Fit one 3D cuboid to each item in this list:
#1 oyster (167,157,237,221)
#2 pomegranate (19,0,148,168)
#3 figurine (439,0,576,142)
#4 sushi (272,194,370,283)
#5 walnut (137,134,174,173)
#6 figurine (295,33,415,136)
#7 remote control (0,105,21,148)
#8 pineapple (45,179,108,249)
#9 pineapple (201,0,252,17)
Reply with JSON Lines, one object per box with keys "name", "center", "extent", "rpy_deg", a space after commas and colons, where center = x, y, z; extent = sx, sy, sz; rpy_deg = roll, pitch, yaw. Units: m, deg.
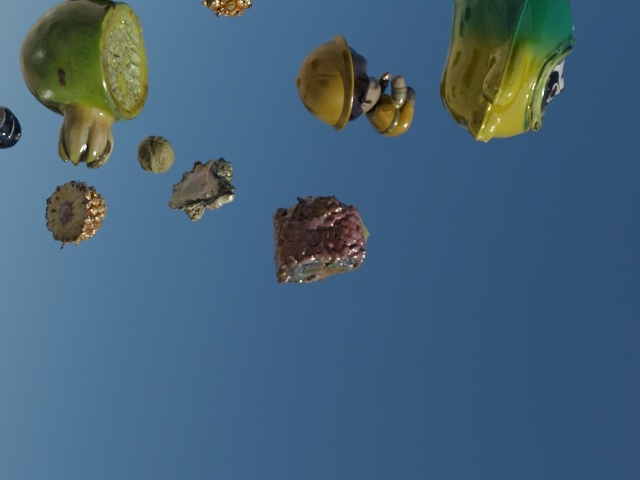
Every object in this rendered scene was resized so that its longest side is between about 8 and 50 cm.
{"name": "oyster", "center": [-0.313, -0.147, 2.360], "extent": [0.259, 0.092, 0.198], "rpy_deg": [4, -126, 57]}
{"name": "pomegranate", "center": [-0.354, -0.236, 1.295], "extent": [0.190, 0.159, 0.241], "rpy_deg": [-61, 147, -69]}
{"name": "figurine", "center": [0.307, -0.332, 1.441], "extent": [0.323, 0.231, 0.340], "rpy_deg": [-61, 169, -78]}
{"name": "sushi", "center": [0.000, 0.000, 2.031], "extent": [0.270, 0.236, 0.171], "rpy_deg": [94, -15, -76]}
{"name": "walnut", "center": [-0.370, -0.193, 1.961], "extent": [0.092, 0.092, 0.092], "rpy_deg": [-32, -129, 50]}
{"name": "figurine", "center": [0.072, -0.294, 1.761], "extent": [0.167, 0.257, 0.192], "rpy_deg": [-64, -157, -5]}
{"name": "remote control", "center": [-0.710, -0.227, 1.787], "extent": [0.266, 0.066, 0.090], "rpy_deg": [5, -114, 34]}
{"name": "pineapple", "center": [-0.612, -0.068, 2.268], "extent": [0.161, 0.137, 0.176], "rpy_deg": [40, -71, 28]}
{"name": "pineapple", "center": [-0.172, -0.492, 1.674], "extent": [0.077, 0.114, 0.114], "rpy_deg": [52, -57, 32]}
